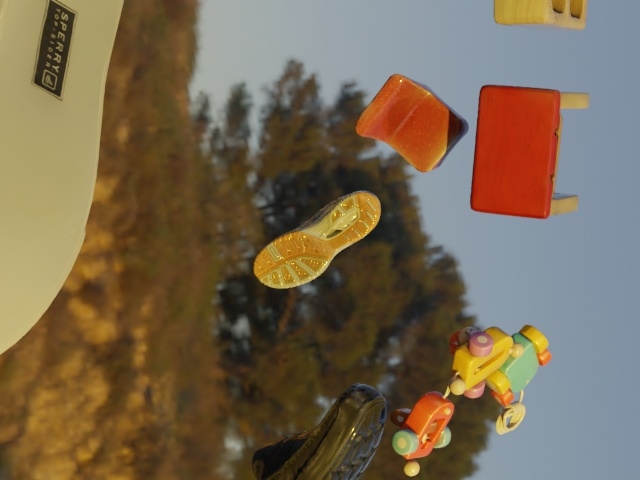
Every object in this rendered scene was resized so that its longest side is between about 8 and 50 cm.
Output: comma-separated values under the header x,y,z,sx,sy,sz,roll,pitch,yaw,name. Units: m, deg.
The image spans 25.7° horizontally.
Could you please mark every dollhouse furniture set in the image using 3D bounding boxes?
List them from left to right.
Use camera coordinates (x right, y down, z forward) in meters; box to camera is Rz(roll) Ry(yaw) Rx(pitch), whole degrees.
x,y,z,sx,sy,sz,roll,pitch,yaw,name
0.102,-0.211,1.099,0.152,0.201,0.374,-9,105,-64,dollhouse furniture set

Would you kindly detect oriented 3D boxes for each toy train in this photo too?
x,y,z,sx,sy,sz,roll,pitch,yaw,name
0.114,0.115,1.107,0.046,0.166,0.125,37,-65,31,toy train

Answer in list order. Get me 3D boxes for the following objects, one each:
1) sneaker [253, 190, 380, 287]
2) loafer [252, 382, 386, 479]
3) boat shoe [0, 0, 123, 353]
x,y,z,sx,sy,sz,roll,pitch,yaw,name
0.000,0.000,0.815,0.032,0.083,0.037,59,7,-6,sneaker
-0.021,0.190,1.130,0.078,0.076,0.223,44,-54,20,loafer
-0.191,-0.070,0.768,0.105,0.113,0.306,-13,-119,39,boat shoe
